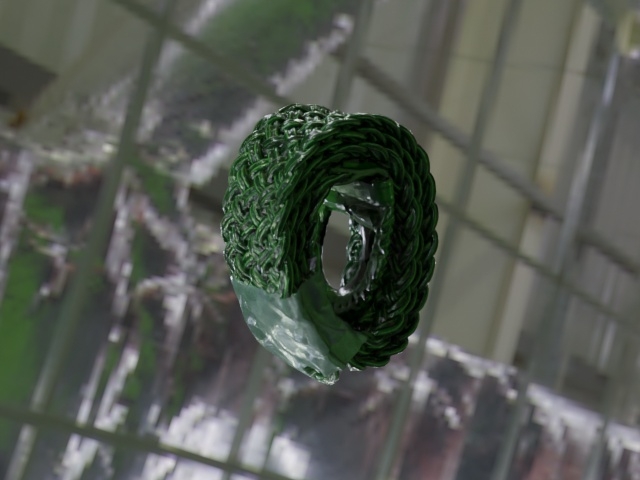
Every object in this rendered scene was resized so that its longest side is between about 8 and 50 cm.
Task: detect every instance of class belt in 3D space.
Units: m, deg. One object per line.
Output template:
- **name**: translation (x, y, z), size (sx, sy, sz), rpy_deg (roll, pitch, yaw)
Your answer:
- **belt**: translation (0.000, 0.000, 1.078), size (0.121, 0.079, 0.151), rpy_deg (-17, -73, -40)
